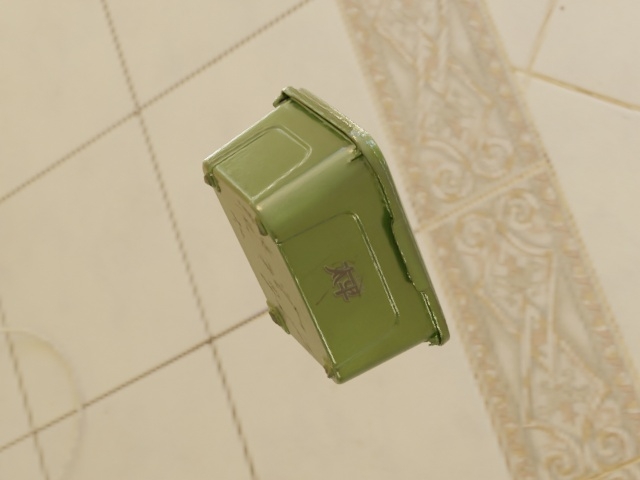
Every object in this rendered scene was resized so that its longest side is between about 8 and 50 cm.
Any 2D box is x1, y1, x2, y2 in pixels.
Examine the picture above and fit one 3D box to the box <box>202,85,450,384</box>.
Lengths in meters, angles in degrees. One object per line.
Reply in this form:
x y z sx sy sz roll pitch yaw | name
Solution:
0.000 0.000 1.724 0.178 0.328 0.253 -29 32 -12 | box
